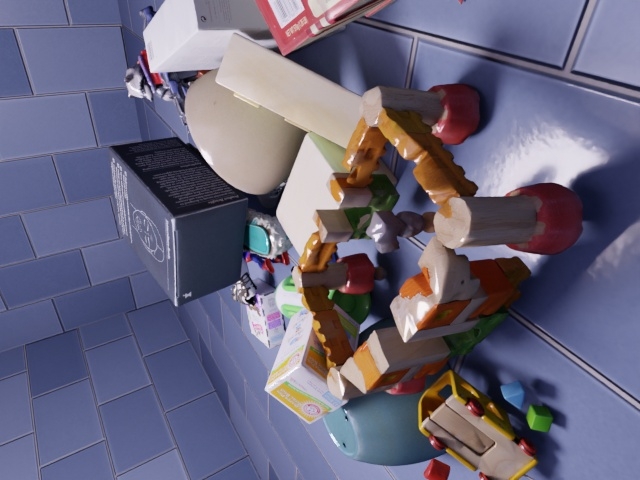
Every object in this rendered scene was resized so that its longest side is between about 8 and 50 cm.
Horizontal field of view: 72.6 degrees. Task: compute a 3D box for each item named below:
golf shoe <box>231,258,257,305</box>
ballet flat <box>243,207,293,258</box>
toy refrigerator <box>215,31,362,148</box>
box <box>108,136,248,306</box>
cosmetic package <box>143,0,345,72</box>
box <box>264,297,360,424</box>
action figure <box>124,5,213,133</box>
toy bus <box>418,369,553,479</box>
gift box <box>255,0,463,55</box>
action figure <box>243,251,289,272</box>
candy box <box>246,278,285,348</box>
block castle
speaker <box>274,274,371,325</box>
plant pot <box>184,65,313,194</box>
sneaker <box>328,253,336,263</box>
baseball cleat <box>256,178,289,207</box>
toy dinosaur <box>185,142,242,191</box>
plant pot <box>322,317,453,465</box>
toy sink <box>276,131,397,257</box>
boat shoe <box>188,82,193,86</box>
[{"bbox_3d":[-0.239,0.131,1.388,0.094,0.077,0.198,28,141,26],"label":"golf shoe"},{"bbox_3d":[-0.209,-0.036,1.288,0.409,0.147,0.147,19,121,45],"label":"ballet flat"},{"bbox_3d":[-0.031,-0.245,0.749,0.270,0.102,0.094,28,109,1],"label":"toy refrigerator"},{"bbox_3d":[-0.408,-0.070,1.231,0.395,0.212,0.293,41,134,32],"label":"box"},{"bbox_3d":[-0.173,-0.425,0.882,0.377,0.284,0.097,15,115,57],"label":"cosmetic package"},{"bbox_3d":[-0.008,0.217,0.824,0.114,0.203,0.103,42,119,-12],"label":"box"},{"bbox_3d":[-0.326,-0.396,1.116,0.178,0.330,0.341,1,106,61],"label":"action figure"},{"bbox_3d":[0.258,0.304,0.704,0.104,0.191,0.202,-53,-43,-71],"label":"toy bus"},{"bbox_3d":[0.047,-0.397,0.554,0.255,0.258,0.276,11,134,56],"label":"gift box"},{"bbox_3d":[-0.209,0.015,1.388,0.280,0.091,0.139,4,115,59],"label":"action figure"},{"bbox_3d":[-0.196,0.250,1.509,0.165,0.070,0.196,16,118,57],"label":"candy box"},{"bbox_3d":[0.138,0.025,0.668,0.303,0.213,0.453,66,146,36],"label":"block castle"},{"bbox_3d":[-0.005,0.143,1.057,0.296,0.131,0.131,-7,99,61],"label":"speaker"},{"bbox_3d":[-0.110,-0.266,0.922,0.191,0.284,0.284,-24,83,32],"label":"plant pot"},{"bbox_3d":[-0.001,0.000,1.044,0.084,0.058,0.152,109,143,-59],"label":"sneaker"},{"bbox_3d":[-0.123,-0.155,1.162,0.109,0.072,0.205,48,144,38],"label":"baseball cleat"},{"bbox_3d":[-0.342,-0.192,1.466,0.322,0.164,0.218,35,163,-24],"label":"toy dinosaur"},{"bbox_3d":[0.113,0.326,0.880,0.290,0.195,0.290,36,134,48],"label":"plant pot"},{"bbox_3d":[0.026,-0.084,0.879,0.152,0.131,0.234,58,143,26],"label":"toy sink"},{"bbox_3d":[-0.346,-0.438,1.331,0.335,0.095,0.112,63,153,0],"label":"boat shoe"}]
